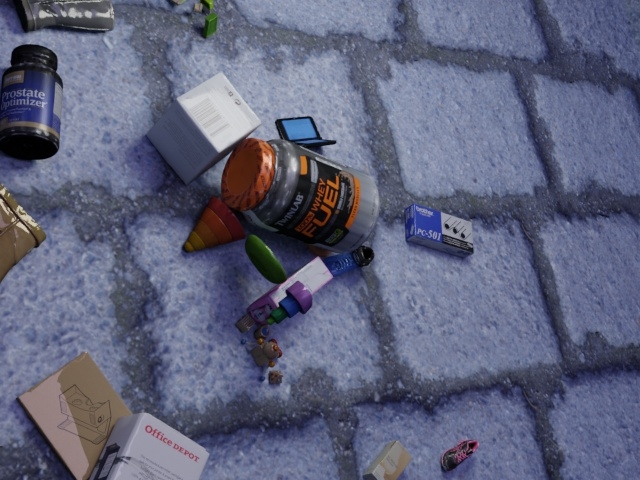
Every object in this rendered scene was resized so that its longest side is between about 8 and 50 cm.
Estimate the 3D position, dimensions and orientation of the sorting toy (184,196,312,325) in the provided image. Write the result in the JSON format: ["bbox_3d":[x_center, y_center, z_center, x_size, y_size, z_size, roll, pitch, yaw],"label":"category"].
[{"bbox_3d":[-0.172,0.057,1.862,0.126,0.127,0.365,-38,60,-16],"label":"sorting toy"}]

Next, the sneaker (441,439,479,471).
[{"bbox_3d":[0.346,0.524,2.110,0.119,0.057,0.047,-31,91,-38],"label":"sneaker"}]

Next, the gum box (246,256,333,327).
[{"bbox_3d":[-0.073,0.121,1.960,0.188,0.107,0.062,-37,93,-40],"label":"gum box"}]

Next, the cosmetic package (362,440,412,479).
[{"bbox_3d":[0.156,0.523,1.986,0.060,0.041,0.115,51,51,-5],"label":"cosmetic package"}]

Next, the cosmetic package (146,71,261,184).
[{"bbox_3d":[-0.264,-0.251,1.939,0.151,0.184,0.151,52,52,-5],"label":"cosmetic package"}]

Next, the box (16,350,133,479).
[{"bbox_3d":[-0.458,0.337,1.653,0.164,0.021,0.201,-37,92,-40],"label":"box"}]

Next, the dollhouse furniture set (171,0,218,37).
[{"bbox_3d":[-0.321,-0.580,2.149,0.152,0.058,0.076,39,58,10],"label":"dollhouse furniture set"}]

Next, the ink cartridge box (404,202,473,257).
[{"bbox_3d":[0.324,-0.025,2.342,0.207,0.046,0.097,16,61,-29],"label":"ink cartridge box"}]

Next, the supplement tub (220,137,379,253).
[{"bbox_3d":[-0.046,-0.105,1.975,0.338,0.207,0.207,18,60,-36],"label":"supplement tub"}]

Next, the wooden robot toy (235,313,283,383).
[{"bbox_3d":[-0.114,0.235,1.900,0.076,0.079,0.173,-25,86,-39],"label":"wooden robot toy"}]

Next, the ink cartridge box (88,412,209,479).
[{"bbox_3d":[-0.338,0.469,1.611,0.172,0.100,0.237,40,53,-27],"label":"ink cartridge box"}]

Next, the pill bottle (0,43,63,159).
[{"bbox_3d":[-0.594,-0.285,1.764,0.123,0.123,0.219,10,65,-32],"label":"pill bottle"}]

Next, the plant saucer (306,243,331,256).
[{"bbox_3d":[0.000,0.000,2.125,0.083,0.013,0.083,15,62,-30],"label":"plant saucer"}]

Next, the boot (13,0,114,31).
[{"bbox_3d":[-0.579,-0.553,1.923,0.209,0.076,0.189,-17,95,-32],"label":"boot"}]

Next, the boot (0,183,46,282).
[{"bbox_3d":[-0.677,0.007,1.601,0.236,0.089,0.269,45,53,-10],"label":"boot"}]

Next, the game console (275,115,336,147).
[{"bbox_3d":[-0.036,-0.276,2.187,0.122,0.107,0.071,-12,106,-37],"label":"game console"}]

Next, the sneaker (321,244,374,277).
[{"bbox_3d":[0.066,0.049,2.103,0.152,0.084,0.058,-13,78,-38],"label":"sneaker"}]
